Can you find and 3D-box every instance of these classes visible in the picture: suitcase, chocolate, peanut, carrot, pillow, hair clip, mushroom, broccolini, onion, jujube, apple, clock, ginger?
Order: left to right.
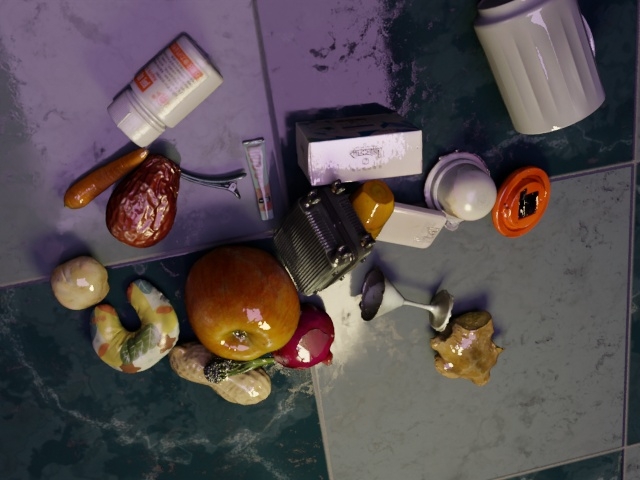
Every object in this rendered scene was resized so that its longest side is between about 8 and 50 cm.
[{"bbox_3d":[-0.599,0.105,1.726,0.147,0.112,0.148,-4,113,-9],"label":"mushroom"},{"bbox_3d":[-0.513,-0.155,1.657,0.271,0.066,0.062,-31,75,13],"label":"carrot"},{"bbox_3d":[-0.488,0.232,1.811,0.233,0.086,0.214,-32,94,4],"label":"pillow"},{"bbox_3d":[-0.418,-0.097,1.665,0.168,0.168,0.237,24,98,-18],"label":"jujube"},{"bbox_3d":[-0.303,-0.161,1.726,0.229,0.039,0.070,12,109,-14],"label":"hair clip"},{"bbox_3d":[-0.276,0.359,1.882,0.298,0.120,0.136,29,125,-16],"label":"peanut"},{"bbox_3d":[-0.216,0.325,1.816,0.202,0.068,0.091,-10,141,-43],"label":"broccolini"},{"bbox_3d":[-0.193,0.163,1.741,0.301,0.301,0.302,-4,111,-10],"label":"apple"},{"bbox_3d":[-0.030,0.290,1.904,0.195,0.140,0.218,-42,116,-1],"label":"onion"},{"bbox_3d":[0.000,0.000,1.656,0.128,0.312,0.202,-24,80,-25],"label":"suitcase"},{"bbox_3d":[0.093,-0.033,1.726,0.114,0.114,0.302,8,144,-14],"label":"carrot"},{"bbox_3d":[0.383,-0.118,1.821,0.221,0.147,0.222,-5,115,-10],"label":"chocolate"},{"bbox_3d":[0.435,0.341,2.012,0.218,0.123,0.270,-22,113,-5],"label":"ginger"},{"bbox_3d":[0.549,-0.103,1.878,0.205,0.051,0.205,-17,123,-28],"label":"clock"}]

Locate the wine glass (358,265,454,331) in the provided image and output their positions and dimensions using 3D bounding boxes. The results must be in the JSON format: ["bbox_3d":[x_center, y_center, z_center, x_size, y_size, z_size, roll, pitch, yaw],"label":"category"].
[{"bbox_3d":[0.239,0.171,1.905,0.232,0.156,0.156,14,107,-19],"label":"wine glass"}]

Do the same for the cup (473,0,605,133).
[{"bbox_3d":[0.556,-0.481,1.692,0.322,0.236,0.327,-41,116,-27],"label":"cup"}]

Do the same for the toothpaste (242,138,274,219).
[{"bbox_3d":[-0.152,-0.155,1.761,0.056,0.036,0.205,-11,108,-5],"label":"toothpaste"}]

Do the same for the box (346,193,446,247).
[{"bbox_3d":[0.181,-0.048,1.830,0.284,0.044,0.142,11,141,-13],"label":"box"}]

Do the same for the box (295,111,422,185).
[{"bbox_3d":[0.089,-0.228,1.689,0.274,0.203,0.116,-7,113,-8],"label":"box"}]

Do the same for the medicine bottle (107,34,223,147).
[{"bbox_3d":[-0.357,-0.340,1.593,0.252,0.144,0.144,-43,112,6],"label":"medicine bottle"}]
